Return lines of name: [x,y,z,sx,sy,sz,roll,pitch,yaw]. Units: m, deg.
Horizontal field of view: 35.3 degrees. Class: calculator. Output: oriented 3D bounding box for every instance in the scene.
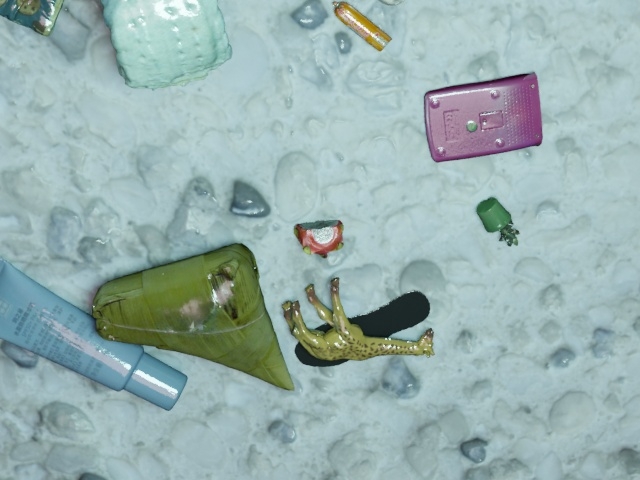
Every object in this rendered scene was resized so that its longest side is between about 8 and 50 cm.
calculator: [0.267,-0.197,1.641,0.190,0.034,0.127,-10,112,0]

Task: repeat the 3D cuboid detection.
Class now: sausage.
sausage: [0.062,-0.338,1.573,0.107,0.031,0.031,36,103,-16]

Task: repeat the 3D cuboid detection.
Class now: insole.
insole: [0.075,0.159,1.766,0.253,0.005,0.086,-23,111,4]

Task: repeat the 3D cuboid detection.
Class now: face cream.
face cream: [-0.407,0.170,1.689,0.385,0.086,0.136,29,102,-9]

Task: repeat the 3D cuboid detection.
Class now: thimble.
thimble: [-0.228,-0.345,1.453,0.171,0.205,0.250,-10,110,-5]

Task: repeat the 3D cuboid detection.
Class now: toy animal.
toy animal: [0.063,0.161,1.733,0.275,0.054,0.149,30,102,-12]

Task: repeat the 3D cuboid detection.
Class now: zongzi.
zongzi: [-0.209,0.171,1.679,0.273,0.145,0.300,-16,117,5]

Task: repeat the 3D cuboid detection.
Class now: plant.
plant: [0.305,-0.023,1.697,0.051,0.051,0.102,-37,114,8]

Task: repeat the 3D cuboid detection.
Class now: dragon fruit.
dragon fruit: [0.000,0.000,1.675,0.083,0.056,0.060,-5,109,-5]

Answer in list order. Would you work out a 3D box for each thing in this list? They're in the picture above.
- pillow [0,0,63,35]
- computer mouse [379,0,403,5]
pillow: [-0.441,-0.453,1.489,0.188,0.034,0.256,25,107,-11]
computer mouse: [0.098,-0.409,1.547,0.066,0.039,0.096,-41,116,10]
